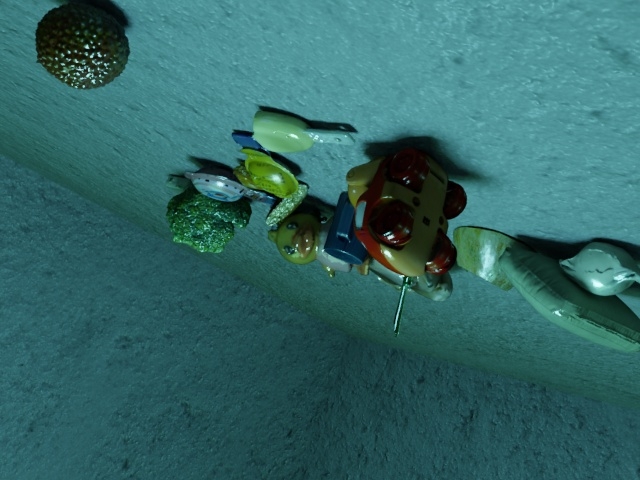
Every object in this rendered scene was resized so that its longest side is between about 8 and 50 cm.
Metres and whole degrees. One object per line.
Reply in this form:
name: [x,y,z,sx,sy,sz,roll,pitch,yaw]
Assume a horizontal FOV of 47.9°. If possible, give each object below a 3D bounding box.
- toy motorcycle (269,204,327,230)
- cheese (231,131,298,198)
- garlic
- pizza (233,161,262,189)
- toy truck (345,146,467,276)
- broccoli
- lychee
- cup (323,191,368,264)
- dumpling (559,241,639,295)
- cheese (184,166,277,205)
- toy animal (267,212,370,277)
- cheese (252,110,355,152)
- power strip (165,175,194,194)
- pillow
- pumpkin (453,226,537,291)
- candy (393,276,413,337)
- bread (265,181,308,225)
toy motorcycle: [-0.053,-0.030,2.154,0.187,0.124,0.274,29,171,14]
cheese: [-0.134,-0.183,1.777,0.157,0.064,0.250,13,155,31]
garlic: [0.242,0.077,2.054,0.279,0.132,0.325,22,170,-2]
pizza: [-0.176,-0.173,1.934,0.131,0.041,0.178,24,167,-21]
toy truck: [0.142,-0.056,1.424,0.239,0.264,0.189,-8,148,46]
broccoli: [-0.342,-0.062,2.223,0.261,0.269,0.241,1,144,-8]
lychee: [-0.450,-0.359,1.347,0.197,0.165,0.165,-20,143,32]
cup: [0.080,-0.034,1.818,0.131,0.155,0.176,17,168,19]
dumpling: [0.591,0.058,1.486,0.127,0.108,0.188,2,-175,-44]
cheese: [-0.253,-0.150,2.083,0.286,0.074,0.189,18,170,-15]
toy animal: [-0.003,0.000,1.967,0.281,0.195,0.169,7,-179,-10]
cheese: [-0.039,-0.221,1.492,0.255,0.050,0.127,10,161,38]
power strip: [-0.400,-0.143,2.415,0.118,0.046,0.270,14,166,41]
pillow: [0.569,0.134,1.615,0.322,0.119,0.255,21,-160,-31]
pumpkin: [0.413,0.055,1.761,0.217,0.110,0.217,18,172,3]
candy: [0.225,0.109,1.880,0.097,0.323,0.097,9,-159,-4]
bread: [-0.099,-0.090,1.934,0.054,0.136,0.154,43,160,-9]
